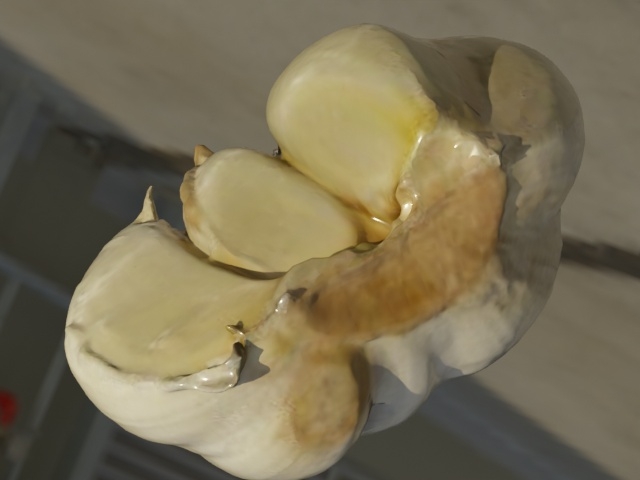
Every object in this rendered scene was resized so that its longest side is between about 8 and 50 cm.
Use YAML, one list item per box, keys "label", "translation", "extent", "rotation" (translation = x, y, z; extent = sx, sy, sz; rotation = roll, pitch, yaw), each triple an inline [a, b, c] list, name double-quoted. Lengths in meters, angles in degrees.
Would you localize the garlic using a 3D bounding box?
- label: "garlic"
  translation: [0.012, 0.005, 1.009]
  extent: [0.185, 0.281, 0.203]
  rotation: [46, 172, -38]
